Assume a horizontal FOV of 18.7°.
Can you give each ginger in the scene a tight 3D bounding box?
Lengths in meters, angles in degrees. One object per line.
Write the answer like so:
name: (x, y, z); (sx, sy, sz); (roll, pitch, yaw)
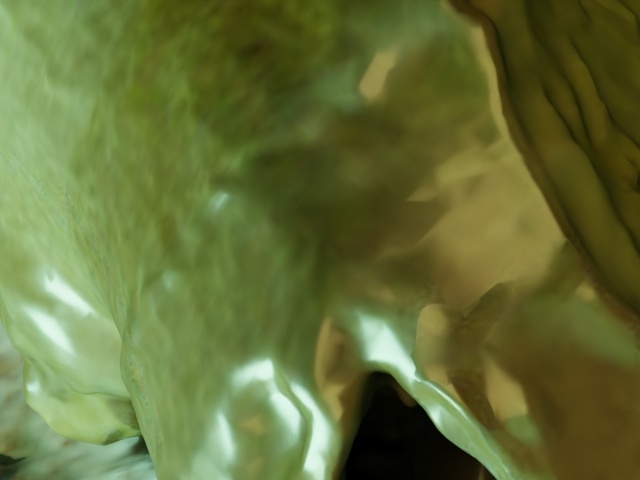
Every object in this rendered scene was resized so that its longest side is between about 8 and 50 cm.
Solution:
ginger: (0.000, 0.000, 0.444); (0.221, 0.130, 0.276); (-28, 53, 33)
